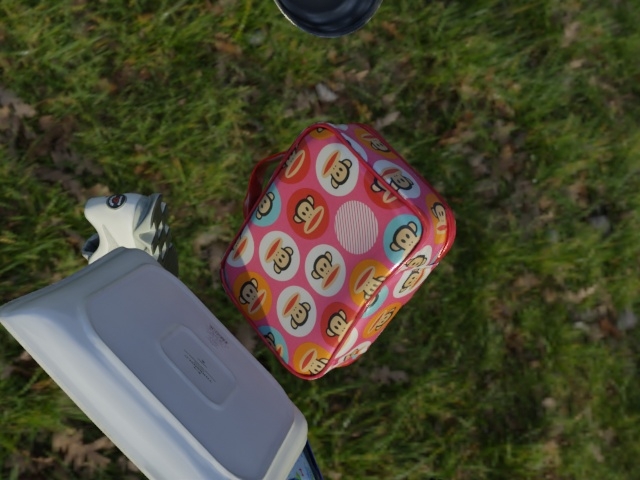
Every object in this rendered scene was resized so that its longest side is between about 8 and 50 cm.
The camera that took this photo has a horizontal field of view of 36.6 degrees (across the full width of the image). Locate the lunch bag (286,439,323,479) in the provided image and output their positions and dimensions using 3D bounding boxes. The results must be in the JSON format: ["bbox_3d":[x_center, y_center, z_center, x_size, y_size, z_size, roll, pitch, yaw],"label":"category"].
[{"bbox_3d":[-0.049,0.399,1.658,0.151,0.096,0.129,44,15,-46],"label":"lunch bag"}]

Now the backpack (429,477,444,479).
[{"bbox_3d":[0.172,0.411,1.243,0.158,0.116,0.173,-18,100,-57],"label":"backpack"}]

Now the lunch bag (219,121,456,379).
[{"bbox_3d":[0.000,0.000,1.225,0.258,0.293,0.120,47,29,20],"label":"lunch bag"}]

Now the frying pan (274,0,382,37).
[{"bbox_3d":[-0.049,-0.361,1.218,0.326,0.053,0.197,-1,99,-32],"label":"frying pan"}]

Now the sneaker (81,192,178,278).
[{"bbox_3d":[-0.330,0.039,1.673,0.122,0.146,0.331,-78,172,-45],"label":"sneaker"}]

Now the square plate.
[{"bbox_3d":[-0.152,0.150,1.083,0.347,0.049,0.344,46,15,-1],"label":"square plate"}]
